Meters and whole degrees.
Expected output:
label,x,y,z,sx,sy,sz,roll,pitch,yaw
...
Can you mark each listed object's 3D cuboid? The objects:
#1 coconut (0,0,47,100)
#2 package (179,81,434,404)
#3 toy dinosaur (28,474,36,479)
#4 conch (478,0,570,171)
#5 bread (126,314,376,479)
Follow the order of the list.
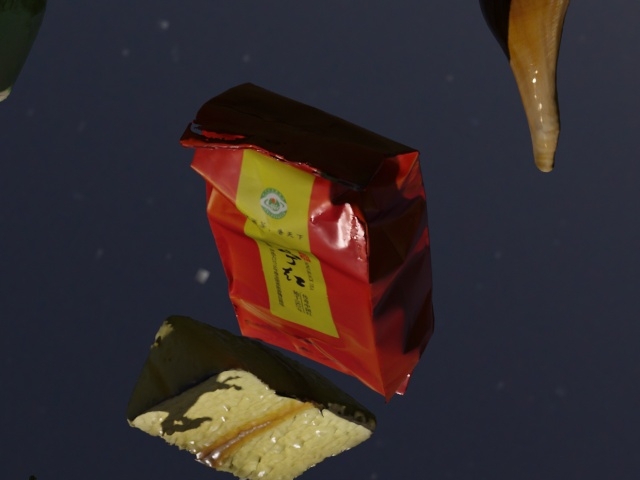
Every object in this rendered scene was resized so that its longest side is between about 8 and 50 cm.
label,x,y,z,sx,sy,sz,roll,pitch,yaw
coconut,-0.495,-0.291,2.044,0.328,0.328,0.281,18,-140,-21
package,0.000,0.001,1.570,0.196,0.423,0.123,21,-115,20
toy dinosaur,-0.291,0.402,1.747,0.076,0.129,0.383,-17,-154,-11
conch,0.195,-0.221,1.590,0.109,0.330,0.093,8,-160,28
bread,-0.075,0.178,1.898,0.266,0.178,0.141,27,-124,-45
